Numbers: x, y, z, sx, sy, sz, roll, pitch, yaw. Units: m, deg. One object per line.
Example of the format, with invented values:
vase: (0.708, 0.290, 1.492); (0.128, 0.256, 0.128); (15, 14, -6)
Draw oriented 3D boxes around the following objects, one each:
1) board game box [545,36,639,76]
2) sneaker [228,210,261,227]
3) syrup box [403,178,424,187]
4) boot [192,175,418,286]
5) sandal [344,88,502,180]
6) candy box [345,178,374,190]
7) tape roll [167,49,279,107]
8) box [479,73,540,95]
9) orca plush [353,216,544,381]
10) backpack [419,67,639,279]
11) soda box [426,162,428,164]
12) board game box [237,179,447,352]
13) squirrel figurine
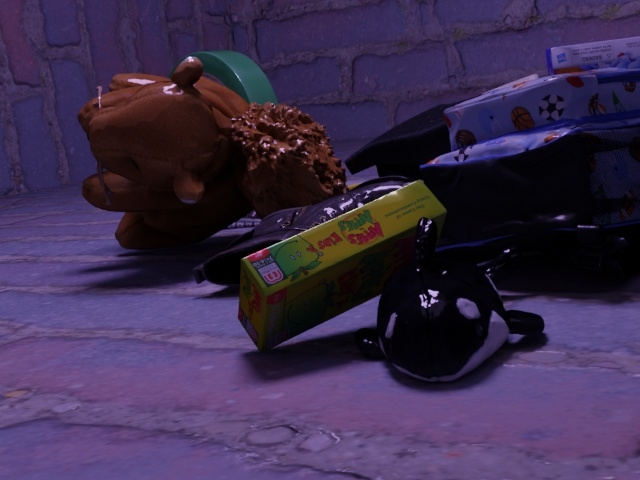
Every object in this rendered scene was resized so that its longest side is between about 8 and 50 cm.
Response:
board game box: (0.525, -0.193, 1.529); (0.347, 0.233, 0.078); (-7, 8, 7)
sneaker: (-0.117, -0.064, 1.761); (0.171, 0.074, 0.063); (-5, 9, 13)
syrup box: (0.219, -0.046, 1.281); (0.237, 0.096, 0.093); (-14, 11, -41)
boot: (0.000, 0.000, 1.231); (0.263, 0.091, 0.229); (-16, 7, 14)
sandal: (0.143, -0.112, 1.389); (0.168, 0.107, 0.446); (-28, 7, -7)
candy box: (0.017, -0.103, 2.070); (0.105, 0.027, 0.206); (-17, 12, -38)
tape roll: (-0.210, -0.232, 2.132); (0.077, 0.321, 0.321); (-14, 11, -43)
box: (0.293, -0.152, 1.585); (0.113, 0.094, 0.275); (-18, 24, 28)
orca plush: (0.115, 0.027, 0.856); (0.151, 0.102, 0.287); (-2, 10, 30)
backpack: (0.266, -0.070, 1.087); (0.263, 0.213, 0.277); (0, 0, -35)
soda box: (0.225, -0.110, 1.695); (0.091, 0.098, 0.286); (-4, 9, 34)
board game box: (0.018, 0.022, 0.890); (0.181, 0.043, 0.092); (-24, -31, -22)
squirrel figurine: (-0.149, -0.135, 1.459); (0.397, 0.280, 0.370); (5, -7, -3)
